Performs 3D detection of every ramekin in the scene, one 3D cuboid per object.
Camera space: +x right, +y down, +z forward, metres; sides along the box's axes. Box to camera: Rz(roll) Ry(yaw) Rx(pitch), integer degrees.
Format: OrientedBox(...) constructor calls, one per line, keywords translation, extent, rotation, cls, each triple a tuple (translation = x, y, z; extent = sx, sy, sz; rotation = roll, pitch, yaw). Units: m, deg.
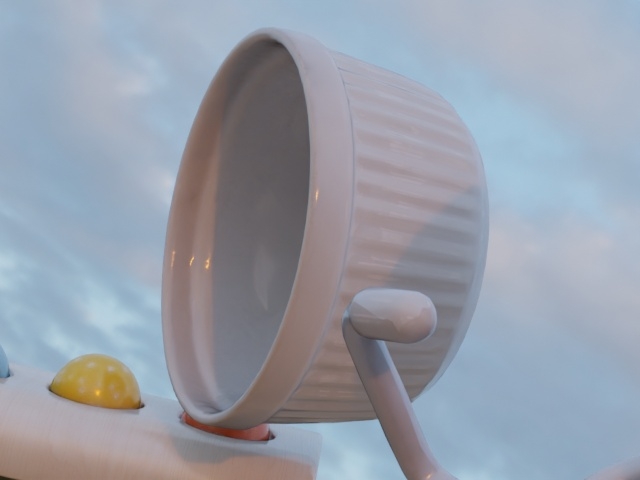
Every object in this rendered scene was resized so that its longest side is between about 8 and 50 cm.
OrientedBox(translation=(0.000, 0.000, 0.700), extent=(0.109, 0.207, 0.207), rotation=(10, -18, -24), cls="ramekin")

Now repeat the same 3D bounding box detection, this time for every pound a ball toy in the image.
OrientedBox(translation=(-0.118, 0.140, 0.737), extent=(0.319, 0.136, 0.208), rotation=(12, 3, 1), cls="pound a ball toy")

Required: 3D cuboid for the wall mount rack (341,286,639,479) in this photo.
OrientedBox(translation=(0.042, 0.127, 0.295), extent=(0.304, 0.350, 0.130), rotation=(14, -47, 50), cls="wall mount rack")
